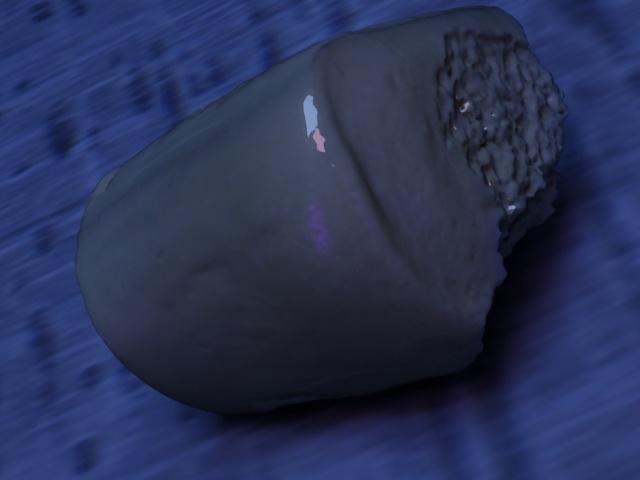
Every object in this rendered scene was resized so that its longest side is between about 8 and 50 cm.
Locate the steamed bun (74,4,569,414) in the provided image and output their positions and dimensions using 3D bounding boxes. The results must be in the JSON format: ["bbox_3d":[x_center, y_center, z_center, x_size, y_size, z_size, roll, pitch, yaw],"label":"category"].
[{"bbox_3d":[0.000,0.000,0.843,0.225,0.170,0.200,-24,2,38],"label":"steamed bun"}]
